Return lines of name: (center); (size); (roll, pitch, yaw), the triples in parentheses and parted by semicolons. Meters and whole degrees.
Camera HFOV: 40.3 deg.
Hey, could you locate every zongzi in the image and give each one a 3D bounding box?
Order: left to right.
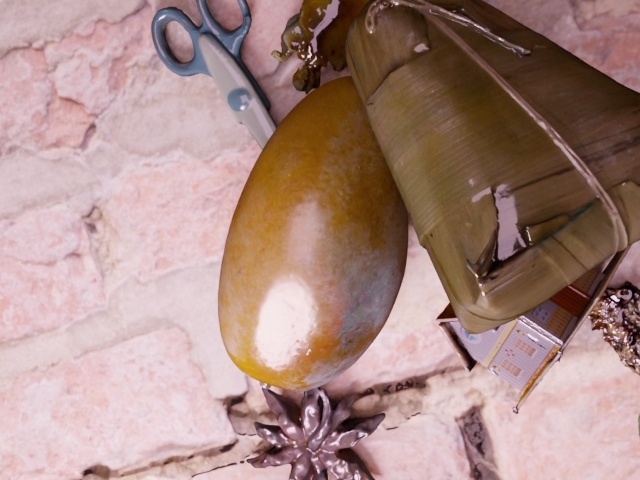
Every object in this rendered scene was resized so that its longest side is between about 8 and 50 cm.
zongzi: (0.213, -0.176, 0.884); (0.418, 0.181, 0.447); (-23, 80, -6)

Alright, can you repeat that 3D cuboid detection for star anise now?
star anise: (-0.010, 0.269, 1.133); (0.195, 0.065, 0.182); (31, 105, 1)

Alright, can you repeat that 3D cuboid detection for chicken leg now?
chicken leg: (0.050, -0.375, 0.988); (0.201, 0.152, 0.430); (28, 111, 18)

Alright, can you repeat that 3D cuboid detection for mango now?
mango: (0.000, 0.000, 1.011); (0.221, 0.199, 0.384); (11, 100, -35)

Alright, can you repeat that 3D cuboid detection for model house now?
model house: (0.238, 0.053, 0.991); (0.135, 0.219, 0.207); (32, 143, 13)

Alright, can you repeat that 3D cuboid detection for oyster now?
oyster: (0.380, 0.111, 1.045); (0.132, 0.029, 0.086); (40, 104, 5)

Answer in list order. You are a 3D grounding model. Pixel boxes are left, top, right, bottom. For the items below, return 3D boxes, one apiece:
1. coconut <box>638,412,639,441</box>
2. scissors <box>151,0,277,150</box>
coconut: (0.494, 0.200, 0.901); (0.281, 0.328, 0.329); (38, 105, 22)
scissors: (-0.100, -0.184, 1.088); (0.138, 0.041, 0.289); (-32, 89, 18)
